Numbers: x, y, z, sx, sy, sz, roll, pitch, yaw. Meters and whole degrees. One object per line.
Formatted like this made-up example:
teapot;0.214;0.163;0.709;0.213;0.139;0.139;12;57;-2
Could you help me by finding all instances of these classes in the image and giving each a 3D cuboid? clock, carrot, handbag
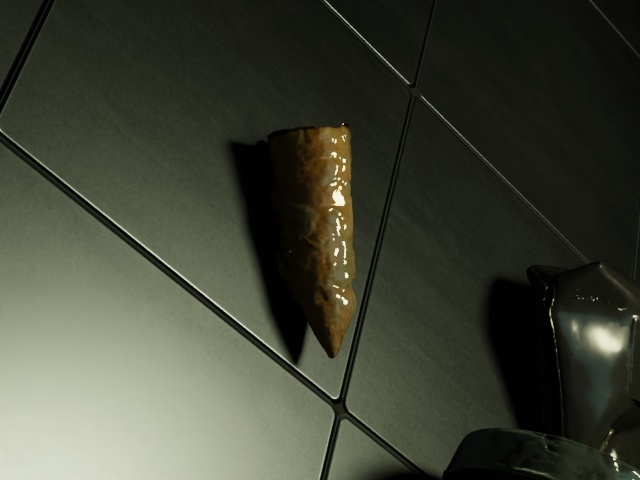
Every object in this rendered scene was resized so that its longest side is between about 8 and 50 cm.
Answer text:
clock;0.268;0.288;1.643;0.280;0.280;0.055;40;63;-30
carrot;0.000;0.000;1.646;0.102;0.102;0.263;10;67;-47
handbag;0.389;0.186;1.978;0.342;0.152;0.288;13;78;-45
